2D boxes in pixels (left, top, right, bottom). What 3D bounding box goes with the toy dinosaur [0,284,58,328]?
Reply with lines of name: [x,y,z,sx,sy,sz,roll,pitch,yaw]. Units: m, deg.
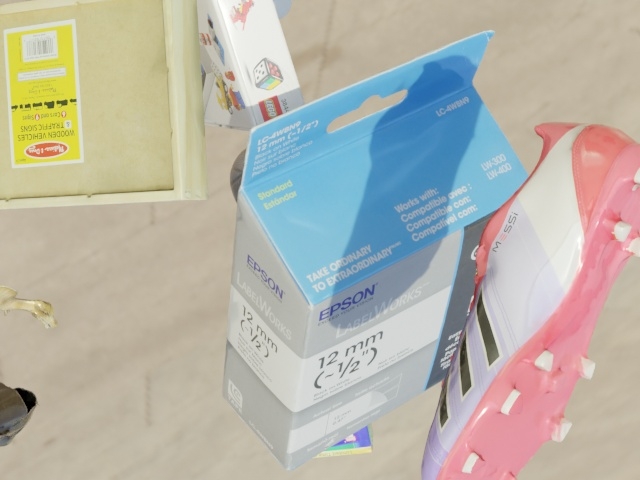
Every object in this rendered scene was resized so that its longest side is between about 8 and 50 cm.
toy dinosaur: [-0.345,0.056,1.415,0.093,0.053,0.183,-19,158,37]

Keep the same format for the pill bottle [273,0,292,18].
pill bottle: [-0.112,-0.340,2.007,0.137,0.078,0.078,5,-177,34]

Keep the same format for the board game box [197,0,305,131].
board game box: [-0.112,-0.246,1.228,0.053,0.305,0.193,-23,-164,-19]

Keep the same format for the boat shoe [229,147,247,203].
boat shoe: [0.000,0.000,1.892,0.123,0.324,0.116,-15,-158,25]

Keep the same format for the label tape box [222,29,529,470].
label tape box: [0.053,0.014,1.243,0.249,0.115,0.347,-26,148,-28]

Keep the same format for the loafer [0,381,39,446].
loafer: [-0.387,0.196,1.672,0.078,0.080,0.220,-43,177,2]

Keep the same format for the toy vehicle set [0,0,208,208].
toy vehicle set: [-0.213,-0.110,1.160,0.267,0.165,0.035,-1,-178,30]

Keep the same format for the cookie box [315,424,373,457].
cookie box: [0.001,0.163,1.449,0.092,0.107,0.040,-8,-155,10]

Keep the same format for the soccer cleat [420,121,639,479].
soccer cleat: [0.119,0.042,0.861,0.083,0.095,0.248,33,85,-49]
